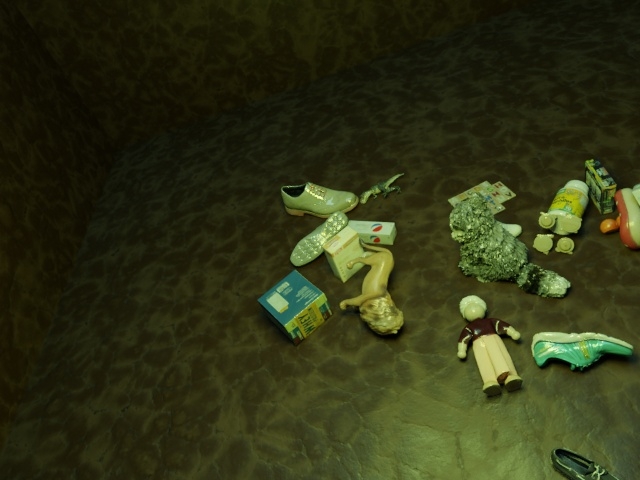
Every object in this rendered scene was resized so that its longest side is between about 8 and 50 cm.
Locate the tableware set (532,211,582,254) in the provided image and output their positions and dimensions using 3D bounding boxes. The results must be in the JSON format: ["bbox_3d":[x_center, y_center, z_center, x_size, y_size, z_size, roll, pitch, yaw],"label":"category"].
[{"bbox_3d":[0.866,-0.027,1.797,0.141,0.169,0.020,14,14,27],"label":"tableware set"}]

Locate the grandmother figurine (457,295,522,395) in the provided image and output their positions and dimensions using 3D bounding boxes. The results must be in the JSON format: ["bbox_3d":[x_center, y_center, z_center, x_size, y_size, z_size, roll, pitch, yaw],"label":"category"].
[{"bbox_3d":[0.546,0.324,1.607,0.207,0.104,0.343,-12,45,1],"label":"grandmother figurine"}]

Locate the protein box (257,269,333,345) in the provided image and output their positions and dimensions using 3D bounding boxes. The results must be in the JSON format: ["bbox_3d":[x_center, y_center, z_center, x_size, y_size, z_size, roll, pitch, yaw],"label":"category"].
[{"bbox_3d":[-0.099,0.262,1.936,0.199,0.136,0.201,-39,44,-16],"label":"protein box"}]

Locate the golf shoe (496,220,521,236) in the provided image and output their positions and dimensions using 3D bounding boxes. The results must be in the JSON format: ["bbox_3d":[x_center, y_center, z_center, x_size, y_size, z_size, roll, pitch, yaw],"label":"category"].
[{"bbox_3d":[0.698,-0.044,1.924,0.176,0.086,0.069,-10,42,14],"label":"golf shoe"}]

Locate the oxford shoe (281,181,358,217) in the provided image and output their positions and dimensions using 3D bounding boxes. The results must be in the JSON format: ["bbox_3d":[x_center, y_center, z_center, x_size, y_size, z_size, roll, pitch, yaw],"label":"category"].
[{"bbox_3d":[-0.014,-0.203,2.366,0.396,0.147,0.141,-2,45,23],"label":"oxford shoe"}]

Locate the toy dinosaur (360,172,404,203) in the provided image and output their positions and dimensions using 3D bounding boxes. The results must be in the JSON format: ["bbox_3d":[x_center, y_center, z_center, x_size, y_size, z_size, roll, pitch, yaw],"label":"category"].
[{"bbox_3d":[0.313,-0.249,2.333,0.268,0.064,0.118,-29,35,-11],"label":"toy dinosaur"}]

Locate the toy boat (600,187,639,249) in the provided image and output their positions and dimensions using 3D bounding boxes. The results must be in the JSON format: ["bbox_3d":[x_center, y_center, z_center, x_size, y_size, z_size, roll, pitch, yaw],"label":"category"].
[{"bbox_3d":[1.081,-0.065,1.753,0.151,0.151,0.231,-32,30,40],"label":"toy boat"}]

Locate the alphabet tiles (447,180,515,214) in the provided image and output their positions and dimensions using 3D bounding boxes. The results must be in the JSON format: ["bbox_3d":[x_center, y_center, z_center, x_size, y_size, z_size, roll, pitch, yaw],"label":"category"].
[{"bbox_3d":[0.702,-0.172,2.110,0.237,0.009,0.198,-27,41,-2],"label":"alphabet tiles"}]

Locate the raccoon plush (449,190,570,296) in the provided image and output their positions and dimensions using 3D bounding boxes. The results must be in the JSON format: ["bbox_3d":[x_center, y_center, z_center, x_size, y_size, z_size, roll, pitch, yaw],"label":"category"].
[{"bbox_3d":[0.657,-0.004,1.729,0.446,0.299,0.216,14,58,34],"label":"raccoon plush"}]

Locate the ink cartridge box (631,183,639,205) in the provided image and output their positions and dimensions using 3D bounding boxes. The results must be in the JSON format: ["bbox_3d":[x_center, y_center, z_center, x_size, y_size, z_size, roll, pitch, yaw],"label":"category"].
[{"bbox_3d":[1.159,-0.119,1.688,0.072,0.175,0.127,-32,-3,40],"label":"ink cartridge box"}]

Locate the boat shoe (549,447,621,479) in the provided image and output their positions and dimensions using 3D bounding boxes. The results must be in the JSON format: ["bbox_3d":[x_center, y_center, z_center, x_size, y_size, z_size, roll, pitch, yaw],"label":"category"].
[{"bbox_3d":[0.698,0.607,1.268,0.206,0.065,0.075,22,59,39],"label":"boat shoe"}]

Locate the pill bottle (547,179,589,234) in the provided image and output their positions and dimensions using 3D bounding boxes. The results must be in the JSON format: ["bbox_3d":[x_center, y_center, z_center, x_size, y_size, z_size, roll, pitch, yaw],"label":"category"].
[{"bbox_3d":[0.948,-0.131,1.873,0.117,0.118,0.208,17,56,36],"label":"pill bottle"}]

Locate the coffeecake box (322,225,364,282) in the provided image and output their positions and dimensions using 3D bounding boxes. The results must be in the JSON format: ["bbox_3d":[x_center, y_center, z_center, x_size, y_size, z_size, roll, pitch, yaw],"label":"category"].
[{"bbox_3d":[0.104,0.058,2.016,0.142,0.186,0.068,-38,44,-16],"label":"coffeecake box"}]

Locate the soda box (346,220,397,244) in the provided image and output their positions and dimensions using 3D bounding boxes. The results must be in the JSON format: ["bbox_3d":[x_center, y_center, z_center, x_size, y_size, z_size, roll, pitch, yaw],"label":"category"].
[{"bbox_3d":[0.220,-0.034,2.145,0.216,0.069,0.074,4,49,29],"label":"soda box"}]

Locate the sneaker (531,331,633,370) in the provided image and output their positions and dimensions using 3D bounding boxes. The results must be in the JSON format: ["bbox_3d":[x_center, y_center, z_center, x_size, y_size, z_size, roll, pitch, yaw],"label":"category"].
[{"bbox_3d":[0.794,0.342,1.494,0.275,0.107,0.110,-6,64,26],"label":"sneaker"}]

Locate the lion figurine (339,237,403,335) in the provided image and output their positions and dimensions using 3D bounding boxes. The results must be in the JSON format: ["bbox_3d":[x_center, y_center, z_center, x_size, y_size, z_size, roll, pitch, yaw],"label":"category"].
[{"bbox_3d":[0.209,0.158,1.837,0.240,0.142,0.393,-12,65,44],"label":"lion figurine"}]

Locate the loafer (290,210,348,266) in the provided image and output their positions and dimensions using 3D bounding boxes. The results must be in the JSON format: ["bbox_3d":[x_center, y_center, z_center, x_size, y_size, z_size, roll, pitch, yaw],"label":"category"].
[{"bbox_3d":[0.000,0.000,2.194,0.319,0.111,0.112,-40,78,-1],"label":"loafer"}]

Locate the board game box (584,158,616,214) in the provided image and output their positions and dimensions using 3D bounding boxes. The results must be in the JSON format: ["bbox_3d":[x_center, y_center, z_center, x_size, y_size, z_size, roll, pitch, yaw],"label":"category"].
[{"bbox_3d":[1.068,-0.207,1.877,0.048,0.141,0.170,-14,43,13],"label":"board game box"}]
